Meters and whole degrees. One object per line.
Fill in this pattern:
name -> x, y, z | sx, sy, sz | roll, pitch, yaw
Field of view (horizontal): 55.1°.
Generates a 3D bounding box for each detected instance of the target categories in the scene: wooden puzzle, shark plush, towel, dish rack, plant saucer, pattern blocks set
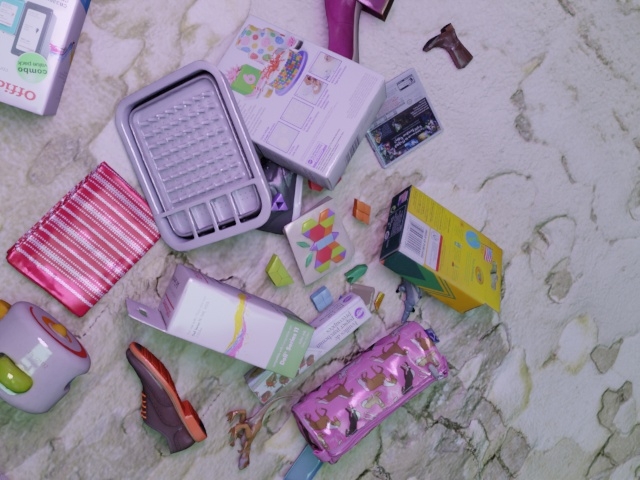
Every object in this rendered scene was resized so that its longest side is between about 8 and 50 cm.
wooden puzzle -> 0.097, 0.145, 1.491 | 0.116, 0.014, 0.079 | 19, 84, -21
shark plush -> 0.220, 0.122, 1.528 | 0.067, 0.073, 0.161 | 9, 108, 4
towel -> -0.471, 0.000, 1.260 | 0.275, 0.031, 0.199 | -47, 109, -11
dish rack -> -0.245, -0.164, 1.234 | 0.072, 0.285, 0.333 | -36, 107, -60
plant saucer -> -0.011, 0.509, 1.480 | 0.067, 0.018, 0.192 | 40, 82, -19
pattern blocks set -> 0.000, 0.000, 1.380 | 0.285, 0.026, 0.325 | -44, 127, -10

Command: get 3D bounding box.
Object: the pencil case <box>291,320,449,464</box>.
pencil case -> 0.117, 0.349, 1.428 | 0.386, 0.167, 0.160 | -33, 89, -16

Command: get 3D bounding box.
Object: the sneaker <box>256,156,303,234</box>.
sneaker -> -0.120, -0.154, 1.335 | 0.146, 0.104, 0.296 | -1, 99, -25

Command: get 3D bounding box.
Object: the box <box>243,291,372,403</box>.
box -> -0.029, 0.243, 1.416 | 0.324, 0.067, 0.063 | -37, 107, -9

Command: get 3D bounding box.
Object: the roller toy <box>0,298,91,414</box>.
roller toy -> -0.545, 0.215, 1.168 | 0.146, 0.209, 0.191 | -46, 143, -11

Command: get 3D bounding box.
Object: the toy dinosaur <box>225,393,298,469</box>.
toy dinosaur -> -0.154, 0.417, 1.406 | 0.112, 0.064, 0.212 | 26, 95, -38

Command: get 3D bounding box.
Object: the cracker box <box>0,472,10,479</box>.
cracker box -> -0.678, 0.544, 1.211 | 0.155, 0.067, 0.232 | -44, 108, -12

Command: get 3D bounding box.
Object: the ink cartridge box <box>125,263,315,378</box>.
ink cartridge box -> -0.212, 0.151, 1.273 | 0.353, 0.207, 0.119 | 25, 87, -21

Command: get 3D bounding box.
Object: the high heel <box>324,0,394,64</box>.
high heel -> 0.013, -0.440, 1.384 | 0.181, 0.127, 0.378 | 28, 89, 9

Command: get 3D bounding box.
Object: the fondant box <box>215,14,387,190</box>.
fondant box -> -0.062, -0.285, 1.266 | 0.330, 0.096, 0.238 | 29, 83, 13

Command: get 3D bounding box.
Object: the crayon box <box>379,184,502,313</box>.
crayon box -> 0.298, 0.035, 1.471 | 0.318, 0.081, 0.202 | 32, 51, -19

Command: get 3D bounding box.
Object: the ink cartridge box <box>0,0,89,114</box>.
ink cartridge box -> -0.546, -0.383, 1.098 | 0.198, 0.197, 0.270 | 17, 96, -21

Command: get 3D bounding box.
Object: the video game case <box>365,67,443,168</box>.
video game case -> 0.187, -0.296, 1.482 | 0.190, 0.022, 0.173 | -34, 105, -15

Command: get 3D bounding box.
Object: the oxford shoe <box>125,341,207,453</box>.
oxford shoe -> -0.347, 0.340, 1.303 | 0.098, 0.097, 0.272 | -31, 104, -9

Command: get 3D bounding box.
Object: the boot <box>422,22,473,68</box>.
boot -> 0.316, -0.458, 1.510 | 0.106, 0.037, 0.114 | -42, 112, -10
